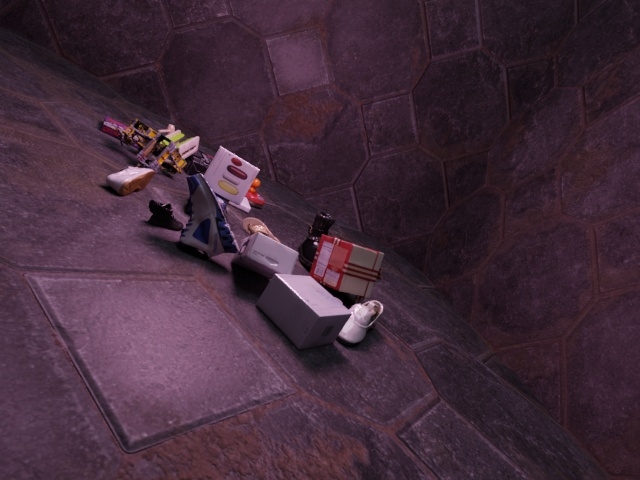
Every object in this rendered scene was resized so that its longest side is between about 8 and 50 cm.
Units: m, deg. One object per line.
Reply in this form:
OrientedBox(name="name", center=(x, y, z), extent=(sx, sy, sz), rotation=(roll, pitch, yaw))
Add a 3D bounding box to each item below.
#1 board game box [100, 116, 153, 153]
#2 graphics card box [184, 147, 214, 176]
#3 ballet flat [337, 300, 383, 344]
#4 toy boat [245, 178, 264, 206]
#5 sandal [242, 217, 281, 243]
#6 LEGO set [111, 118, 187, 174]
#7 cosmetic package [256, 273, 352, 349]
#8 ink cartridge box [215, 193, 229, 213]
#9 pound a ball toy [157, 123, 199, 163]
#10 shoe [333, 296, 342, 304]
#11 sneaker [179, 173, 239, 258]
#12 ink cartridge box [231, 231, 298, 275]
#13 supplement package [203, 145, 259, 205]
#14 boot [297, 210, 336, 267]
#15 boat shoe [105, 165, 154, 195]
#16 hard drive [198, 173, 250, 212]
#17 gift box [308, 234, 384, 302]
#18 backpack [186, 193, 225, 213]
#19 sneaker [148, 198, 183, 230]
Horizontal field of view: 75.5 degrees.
OrientedBox(name="board game box", center=(-1.029, -0.566, 2.301), extent=(0.346, 0.056, 0.208), rotation=(25, 10, -33))
OrientedBox(name="graphics card box", center=(-0.720, -0.457, 2.534), extent=(0.232, 0.094, 0.371), rotation=(25, 13, -34))
OrientedBox(name="ballet flat", center=(0.162, 0.305, 1.662), extent=(0.139, 0.139, 0.400), rotation=(37, 13, 19))
OrientedBox(name="toy boat", center=(-0.430, -0.320, 2.580), extent=(0.231, 0.151, 0.151), rotation=(40, 14, 30))
OrientedBox(name="sandal", center=(-0.286, -0.031, 1.958), extent=(0.240, 0.088, 0.079), rotation=(40, 7, 10))
OrientedBox(name="LEGO set", center=(-0.843, -0.420, 2.021), extent=(0.331, 0.192, 0.255), rotation=(36, -17, 0))
OrientedBox(name="cosmetic package", center=(-0.052, 0.232, 1.398), extent=(0.224, 0.138, 0.224), rotation=(38, 13, 29))
OrientedBox(name="ink cartridge box", center=(-0.506, -0.185, 2.005), extent=(0.143, 0.090, 0.092), rotation=(29, 12, -14))
OrientedBox(name="pound a ball toy", center=(-0.825, -0.531, 2.313), extent=(0.207, 0.136, 0.319), rotation=(18, 26, -3))
OrientedBox(name="shoe", center=(0.033, 0.272, 1.576), extent=(0.063, 0.081, 0.178), rotation=(35, 9, 11))
OrientedBox(name="sneaker", center=(-0.427, -0.067, 1.450), extent=(0.316, 0.182, 0.127), rotation=(67, -10, -9))
OrientedBox(name="ink cartridge box", center=(-0.207, 0.063, 1.519), extent=(0.171, 0.100, 0.237), rotation=(28, -17, -20))
OrientedBox(name="supplement package", center=(-0.420, -0.293, 1.906), extent=(0.203, 0.194, 0.149), rotation=(29, -1, -17))
OrientedBox(name="boot", center=(-0.004, -0.002, 2.139), extent=(0.131, 0.260, 0.348), rotation=(27, 13, -23))
OrientedBox(name="boat shoe", center=(-0.752, -0.255, 1.642), extent=(0.096, 0.098, 0.277), rotation=(32, 13, -7))
OrientedBox(name="hard drive", center=(-0.550, -0.267, 2.339), extent=(0.307, 0.040, 0.203), rotation=(26, 13, -26))
OrientedBox(name="gift box", center=(0.118, 0.138, 1.955), extent=(0.258, 0.277, 0.255), rotation=(16, 7, -43))
OrientedBox(name="backpack", center=(-0.514, -0.166, 1.855), extent=(0.158, 0.117, 0.173), rotation=(28, 10, -26))
OrientedBox(name="sneaker", center=(-0.558, -0.093, 1.511), extent=(0.051, 0.089, 0.170), rotation=(40, 14, 32))
